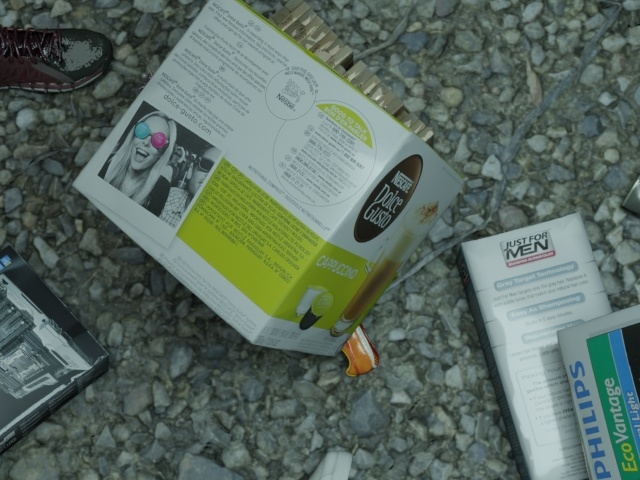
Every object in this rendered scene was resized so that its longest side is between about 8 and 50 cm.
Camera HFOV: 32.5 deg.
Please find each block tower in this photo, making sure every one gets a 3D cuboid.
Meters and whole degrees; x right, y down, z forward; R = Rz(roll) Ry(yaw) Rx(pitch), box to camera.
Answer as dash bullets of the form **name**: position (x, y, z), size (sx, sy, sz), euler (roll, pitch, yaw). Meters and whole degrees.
- **block tower**: position (0.034, -0.245, 1.754), size (0.091, 0.097, 0.335), euler (-42, 77, -7)

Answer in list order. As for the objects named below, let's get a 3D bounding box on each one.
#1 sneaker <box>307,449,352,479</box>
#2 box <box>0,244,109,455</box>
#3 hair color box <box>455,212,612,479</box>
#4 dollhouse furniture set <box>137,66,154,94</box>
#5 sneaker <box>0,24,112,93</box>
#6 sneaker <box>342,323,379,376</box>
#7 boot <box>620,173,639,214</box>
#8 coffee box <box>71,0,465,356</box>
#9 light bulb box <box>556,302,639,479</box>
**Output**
- **sneaker**: position (-0.074, 0.419, 1.598), size (0.169, 0.108, 0.293), euler (23, 81, 5)
- **box**: position (-0.511, 0.190, 1.645), size (0.307, 0.076, 0.242), euler (-38, 75, -25)
- **hair color box**: position (0.344, 0.167, 1.631), size (0.185, 0.113, 0.375), euler (-15, 77, -1)
- **dollhouse furniture set**: position (-0.243, -0.228, 1.771), size (0.091, 0.081, 0.114), euler (-23, 77, -2)
- **sneaker**: position (-0.485, -0.304, 1.760), size (0.281, 0.162, 0.107), euler (-8, 77, 2)
- **sneaker**: position (0.028, 0.125, 1.685), size (0.067, 0.064, 0.175), euler (-26, 74, 7)
- **boot**: position (0.559, -0.015, 1.680), size (0.208, 0.076, 0.190), euler (30, 66, 2)
- **coffee box**: position (-0.054, -0.079, 1.518), size (0.338, 0.337, 0.334), euler (39, 95, 20)
- **light bulb box**: position (0.572, 0.171, 1.424), size (0.357, 0.361, 0.225), euler (0, 73, -34)
